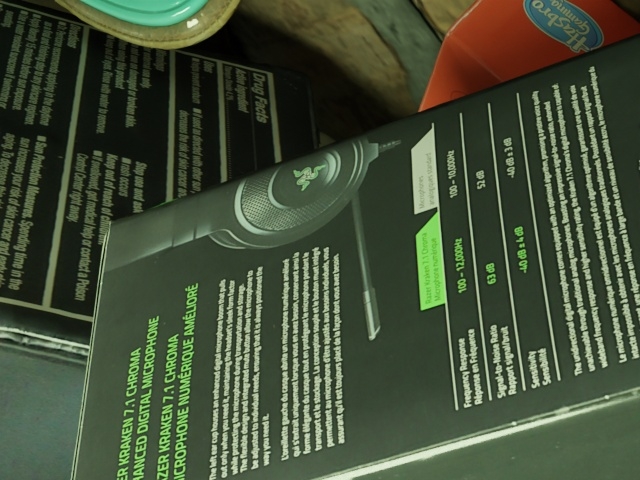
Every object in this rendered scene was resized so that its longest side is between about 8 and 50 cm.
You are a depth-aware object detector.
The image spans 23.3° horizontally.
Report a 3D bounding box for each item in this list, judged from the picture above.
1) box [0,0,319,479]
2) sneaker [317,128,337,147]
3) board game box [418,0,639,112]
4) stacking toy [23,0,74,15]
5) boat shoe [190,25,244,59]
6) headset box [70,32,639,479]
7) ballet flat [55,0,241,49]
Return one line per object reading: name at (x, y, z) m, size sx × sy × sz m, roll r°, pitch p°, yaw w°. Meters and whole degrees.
box at (-0.158, 0.023, 0.709) m, size 0.294 × 0.296 × 0.183 m, roll 14°, pitch 120°, yaw -12°
sneaker at (0.000, 0.000, 0.967) m, size 0.258 × 0.094 × 0.091 m, roll 106°, pitch 147°, yaw -72°
board game box at (0.174, 0.042, 0.714) m, size 0.316 × 0.064 × 0.242 m, roll 41°, pitch 159°, yaw 11°
stacking toy at (-0.344, -0.176, 1.076) m, size 0.480 × 0.350 × 0.350 m, roll 53°, pitch 168°, yaw 36°
boat shoe at (-0.073, -0.102, 0.946) m, size 0.045 × 0.050 × 0.135 m, roll 26°, pitch 142°, yaw 49°
headset box at (0.090, 0.079, 0.489) m, size 0.283 × 0.131 × 0.246 m, roll -19°, pitch 132°, yaw 18°
ballet flat at (-0.147, -0.202, 0.830) m, size 0.342 × 0.116 × 0.124 m, roll 37°, pitch 178°, yaw 22°
